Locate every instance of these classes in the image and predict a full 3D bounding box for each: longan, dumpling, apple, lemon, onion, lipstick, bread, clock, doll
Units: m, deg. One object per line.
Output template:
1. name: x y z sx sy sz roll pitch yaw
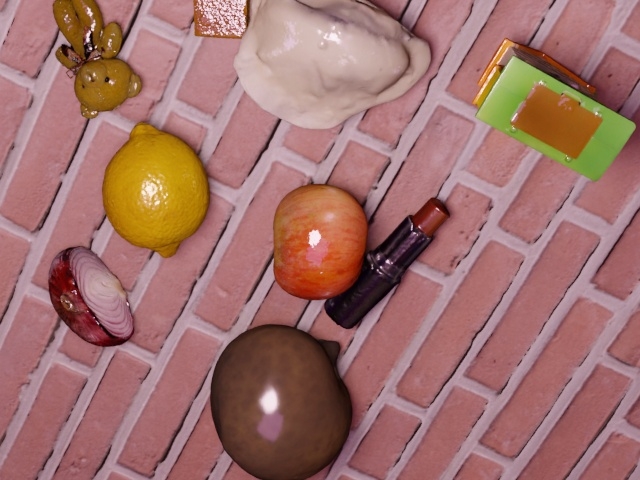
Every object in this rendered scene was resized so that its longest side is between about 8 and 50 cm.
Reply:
1. longan: -0.069 0.294 1.821 0.243 0.300 0.300 7 118 47
2. dumpling: 0.014 -0.288 1.614 0.318 0.187 0.242 21 107 -7
3. apple: 0.000 0.000 1.723 0.164 0.209 0.209 1 111 1
4. lemon: -0.287 -0.085 1.719 0.187 0.187 0.244 -4 105 6
5. onion: -0.446 0.117 1.835 0.098 0.151 0.205 -27 90 28
6. lipstick: 0.123 0.041 1.787 0.081 0.081 0.299 39 109 -10
7. bread: -0.168 -0.389 1.672 0.094 0.035 0.090 4 110 3
8. clock: 0.354 -0.225 1.574 0.220 0.255 0.106 27 111 -9
9. doll: -0.399 -0.320 1.689 0.137 0.097 0.209 -21 102 18
